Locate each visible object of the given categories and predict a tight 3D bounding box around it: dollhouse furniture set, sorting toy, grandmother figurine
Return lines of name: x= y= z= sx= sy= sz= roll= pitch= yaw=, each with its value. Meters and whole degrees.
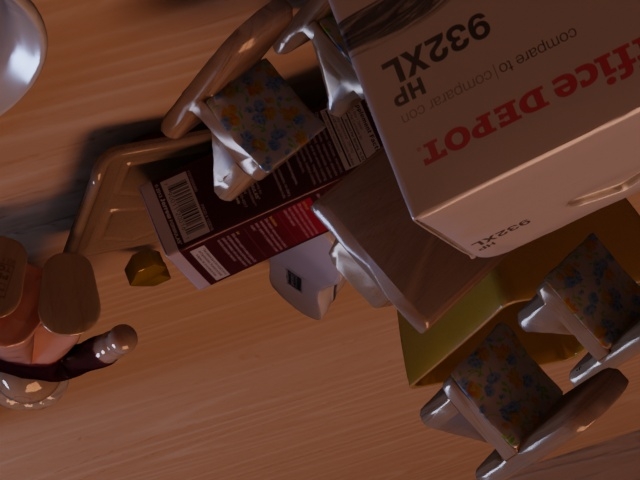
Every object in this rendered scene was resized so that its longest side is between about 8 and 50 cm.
dollhouse furniture set: x=0.166 y=-0.097 z=1.467 sx=0.394 sy=0.362 sz=0.256 roll=-40 pitch=178 yaw=-38
sorting toy: x=-0.128 y=-0.035 z=1.806 sx=0.229 sy=0.041 sz=0.307 roll=-16 pitch=161 yaw=-23
grandmother figurine: x=-0.279 y=0.090 z=1.862 sx=0.207 sy=0.104 sz=0.342 roll=21 pitch=161 yaw=1

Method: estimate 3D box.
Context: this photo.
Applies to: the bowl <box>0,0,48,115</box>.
bowl: x=-0.312 y=-0.150 z=1.144 sx=0.298 sy=0.134 sz=0.298 roll=-10 pitch=161 yaw=-4

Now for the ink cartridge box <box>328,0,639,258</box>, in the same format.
ink cartridge box: x=0.122 y=-0.177 z=1.244 sx=0.223 sy=0.307 sz=0.129 roll=-26 pitch=160 yaw=17

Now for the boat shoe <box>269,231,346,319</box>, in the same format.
boat shoe: x=0.000 y=0.000 z=1.959 sx=0.084 sy=0.095 sz=0.258 roll=-51 pitch=177 yaw=-16

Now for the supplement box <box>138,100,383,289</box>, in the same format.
supplement box: x=-0.022 y=-0.049 z=1.708 sx=0.239 sy=0.073 sz=0.130 roll=-24 pitch=163 yaw=2

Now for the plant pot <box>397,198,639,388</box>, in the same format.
plant pot: x=0.191 y=0.009 z=1.994 sx=0.212 sy=0.187 sz=0.212 roll=-7 pitch=157 yaw=-30
